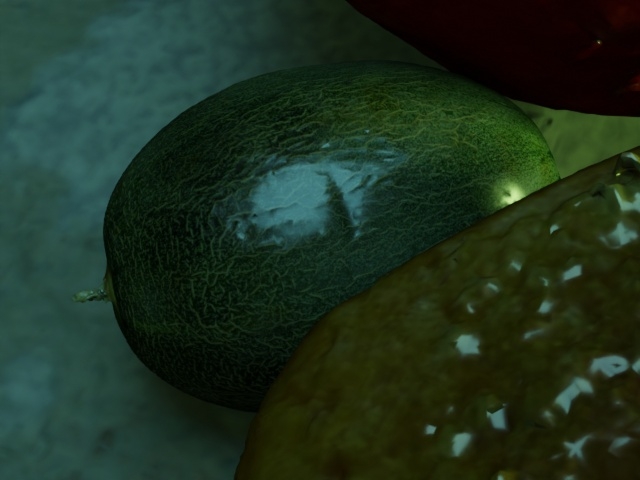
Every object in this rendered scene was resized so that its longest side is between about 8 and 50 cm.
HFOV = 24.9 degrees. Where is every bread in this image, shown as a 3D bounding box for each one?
[{"bbox_3d":[0.114,0.089,0.373,0.268,0.146,0.268,-11,52,15],"label":"bread"}]

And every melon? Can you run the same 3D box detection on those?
[{"bbox_3d":[0.000,0.000,0.483,0.167,0.114,0.114,-14,54,-12],"label":"melon"}]

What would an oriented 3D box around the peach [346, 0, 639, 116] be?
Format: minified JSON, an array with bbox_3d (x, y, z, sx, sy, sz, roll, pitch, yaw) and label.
[{"bbox_3d":[0.120,-0.216,0.498,0.370,0.370,0.370,-1,53,1],"label":"peach"}]
